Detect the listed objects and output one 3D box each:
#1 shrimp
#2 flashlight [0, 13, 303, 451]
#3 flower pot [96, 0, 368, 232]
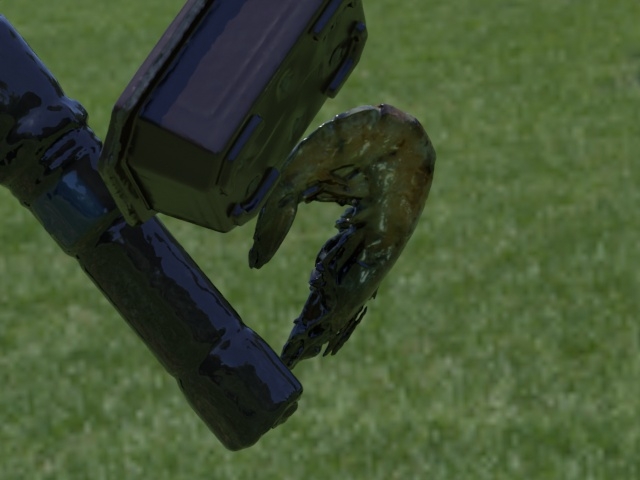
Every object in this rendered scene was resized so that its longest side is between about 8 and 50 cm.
[{"bbox_3d":[0.000,0.000,2.096,0.233,0.365,0.071,16,21,-40],"label":"shrimp"},{"bbox_3d":[-0.167,-0.003,1.475,0.103,0.424,0.103,-40,4,3],"label":"flashlight"},{"bbox_3d":[-0.048,-0.112,1.278,0.084,0.251,0.179,30,-15,17],"label":"flower pot"}]
